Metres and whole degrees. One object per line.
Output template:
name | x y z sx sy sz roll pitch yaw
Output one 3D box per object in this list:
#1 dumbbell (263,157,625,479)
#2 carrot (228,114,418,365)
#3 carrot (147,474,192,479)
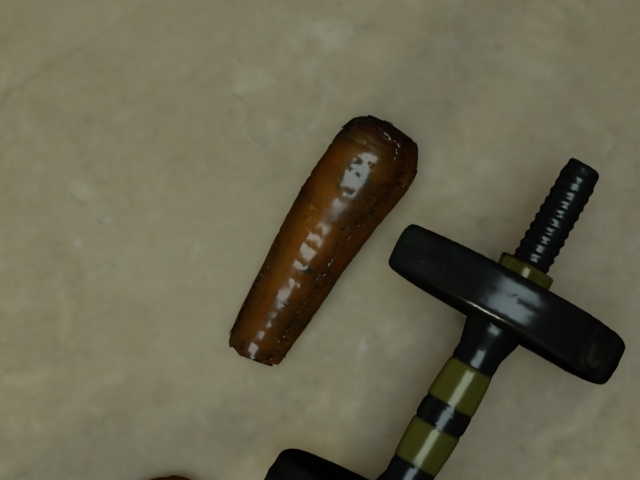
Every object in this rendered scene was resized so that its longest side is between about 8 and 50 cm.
dumbbell | 0.069 0.098 1.031 0.143 0.143 0.325 29 88 1
carrot | 0.000 0.000 1.083 0.055 0.055 0.161 33 96 1
carrot | -0.129 0.167 1.087 0.142 0.035 0.035 -15 88 4
